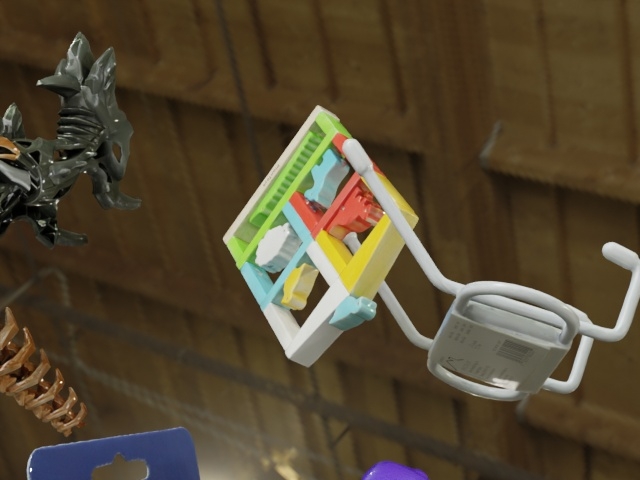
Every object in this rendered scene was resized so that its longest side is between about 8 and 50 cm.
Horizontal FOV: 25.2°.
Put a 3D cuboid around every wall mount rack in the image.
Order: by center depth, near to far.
[{"bbox_3d":[0.141,0.041,1.408,0.304,0.130,0.350,19,-20,3],"label":"wall mount rack"}]

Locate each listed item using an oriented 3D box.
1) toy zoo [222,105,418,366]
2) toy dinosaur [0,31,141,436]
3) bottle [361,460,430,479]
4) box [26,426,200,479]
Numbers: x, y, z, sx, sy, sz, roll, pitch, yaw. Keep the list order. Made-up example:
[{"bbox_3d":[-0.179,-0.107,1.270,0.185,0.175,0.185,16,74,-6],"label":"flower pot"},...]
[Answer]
[{"bbox_3d":[0.000,0.000,1.486,0.030,0.192,0.293,27,16,-32],"label":"toy zoo"},{"bbox_3d":[-0.246,-0.028,0.933,0.164,0.218,0.322,2,-67,39],"label":"toy dinosaur"},{"bbox_3d":[0.112,0.240,0.759,0.283,0.118,0.092,36,-4,7],"label":"bottle"},{"bbox_3d":[-0.059,0.194,0.621,0.036,0.136,0.225,-16,-99,24],"label":"box"}]
